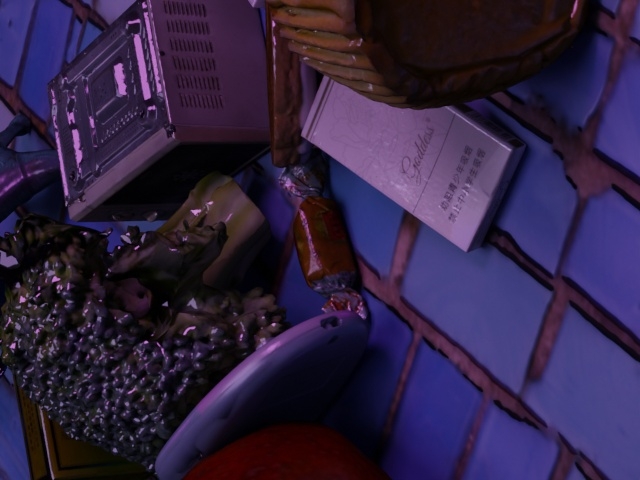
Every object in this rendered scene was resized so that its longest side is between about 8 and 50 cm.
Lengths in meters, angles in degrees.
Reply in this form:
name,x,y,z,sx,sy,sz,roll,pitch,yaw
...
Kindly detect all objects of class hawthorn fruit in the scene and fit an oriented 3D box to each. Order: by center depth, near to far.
name,x,y,z,sx,sy,sz,roll,pitch,yaw
hawthorn fruit,-0.032,0.285,1.587,0.307,0.265,0.265,-108,32,-61

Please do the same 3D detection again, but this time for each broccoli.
name,x,y,z,sx,sy,sz,roll,pitch,yaw
broccoli,-0.175,0.084,1.757,0.277,0.338,0.317,44,106,15

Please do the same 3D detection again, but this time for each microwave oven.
name,x,y,z,sx,sy,sz,roll,pitch,yaw
microwave oven,-0.170,-0.142,1.862,0.240,0.145,0.194,-31,68,52

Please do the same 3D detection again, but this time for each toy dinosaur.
name,x,y,z,sx,sy,sz,roll,pitch,yaw
toy dinosaur,-0.409,-0.039,2.099,0.129,0.383,0.331,63,165,-18

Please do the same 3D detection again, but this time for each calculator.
name,x,y,z,sx,sy,sz,roll,pitch,yaw
calculator,-0.058,0.161,1.667,0.041,0.185,0.299,54,133,19

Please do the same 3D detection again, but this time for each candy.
name,x,y,z,sx,sy,sz,roll,pitch,yaw
candy,0.000,0.000,1.698,0.046,0.053,0.182,-46,52,54

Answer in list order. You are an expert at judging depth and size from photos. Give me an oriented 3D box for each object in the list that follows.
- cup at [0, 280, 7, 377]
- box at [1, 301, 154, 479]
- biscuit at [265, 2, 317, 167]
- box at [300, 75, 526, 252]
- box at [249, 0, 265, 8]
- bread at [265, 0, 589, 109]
name,x,y,z,sx,sy,sz,roll,pitch,yaw
cup,-0.435,0.093,2.249,0.113,0.138,0.150,50,129,43
box,-0.267,0.164,2.005,0.064,0.141,0.220,-37,60,50
biscuit,-0.027,-0.178,1.679,0.181,0.049,0.208,94,175,-51
box,0.078,-0.087,1.547,0.198,0.029,0.109,37,122,25
box,-0.070,-0.311,1.801,0.154,0.040,0.084,56,134,37
bread,0.082,-0.218,1.399,0.142,0.253,0.227,19,114,56
